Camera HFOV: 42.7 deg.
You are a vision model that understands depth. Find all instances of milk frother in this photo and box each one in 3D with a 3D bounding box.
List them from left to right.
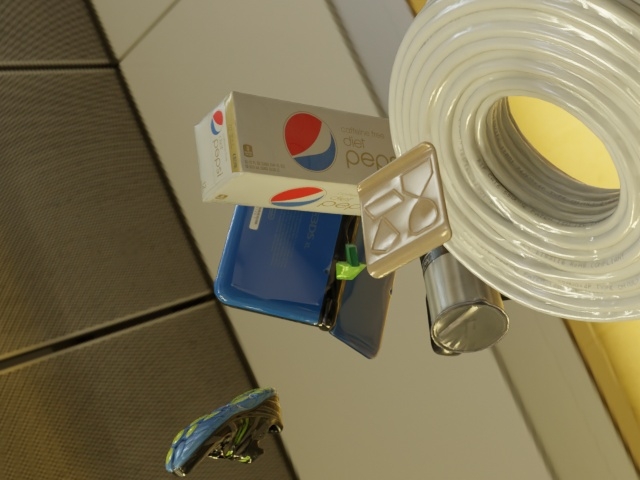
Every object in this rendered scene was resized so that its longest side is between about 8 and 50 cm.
[{"bbox_3d":[0.185,0.057,0.910,0.129,0.143,0.135,81,-176,-45],"label":"milk frother"}]

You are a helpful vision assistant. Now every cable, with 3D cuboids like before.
[{"bbox_3d":[0.154,-0.065,0.521,0.089,0.257,0.257,-42,-68,-29],"label":"cable"}]

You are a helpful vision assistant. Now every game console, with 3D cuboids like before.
[{"bbox_3d":[0.000,0.000,1.220,0.250,0.173,0.293,13,-110,2],"label":"game console"}]

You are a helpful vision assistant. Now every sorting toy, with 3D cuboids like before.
[{"bbox_3d":[0.037,-0.010,0.458,0.012,0.083,0.062,22,-131,-40],"label":"sorting toy"}]

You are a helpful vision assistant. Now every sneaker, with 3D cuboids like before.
[{"bbox_3d":[-0.105,0.236,0.983,0.188,0.067,0.078,-19,-94,-53],"label":"sneaker"}]

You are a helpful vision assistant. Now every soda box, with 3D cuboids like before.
[{"bbox_3d":[0.002,-0.069,0.718,0.216,0.069,0.074,3,-110,-35],"label":"soda box"}]
